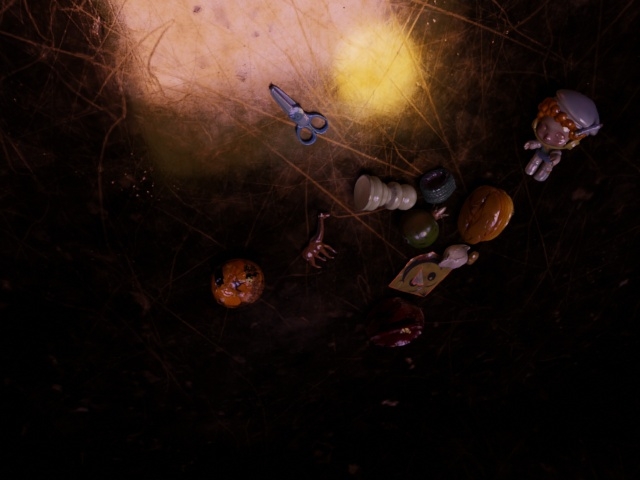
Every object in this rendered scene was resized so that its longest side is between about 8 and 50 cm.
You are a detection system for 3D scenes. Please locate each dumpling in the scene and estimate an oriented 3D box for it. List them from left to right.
[{"bbox_3d":[0.644,0.088,2.143,0.188,0.108,0.127,-28,148,-22],"label":"dumpling"}]

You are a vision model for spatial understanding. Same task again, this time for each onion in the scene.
[{"bbox_3d":[0.376,0.396,2.235,0.314,0.280,0.146,-16,117,-2],"label":"onion"}]

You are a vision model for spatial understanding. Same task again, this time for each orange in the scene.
[{"bbox_3d":[-0.354,0.184,1.911,0.234,0.182,0.234,-10,123,-16],"label":"orange"}]

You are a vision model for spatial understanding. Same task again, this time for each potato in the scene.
[{"bbox_3d":[0.750,0.087,2.207,0.051,0.040,0.083,12,128,-34],"label":"potato"}]

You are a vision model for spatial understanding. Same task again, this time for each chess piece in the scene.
[{"bbox_3d":[0.277,-0.185,1.803,0.251,0.144,0.144,3,128,-23],"label":"chess piece"}]

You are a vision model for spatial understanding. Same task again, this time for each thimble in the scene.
[{"bbox_3d":[0.478,-0.223,1.827,0.135,0.118,0.090,-37,135,-3],"label":"thimble"}]

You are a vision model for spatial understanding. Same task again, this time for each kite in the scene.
[{"bbox_3d":[0.522,0.183,2.246,0.377,0.013,0.327,-17,132,-4],"label":"kite"}]

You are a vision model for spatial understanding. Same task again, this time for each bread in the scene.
[{"bbox_3d":[0.708,-0.109,1.933,0.142,0.195,0.270,-1,133,-26],"label":"bread"}]

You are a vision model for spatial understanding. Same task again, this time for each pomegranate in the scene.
[{"bbox_3d":[0.446,-0.076,1.918,0.224,0.181,0.181,-43,130,-6],"label":"pomegranate"}]

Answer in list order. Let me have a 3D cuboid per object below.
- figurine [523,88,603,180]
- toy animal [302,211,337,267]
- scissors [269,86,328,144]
[{"bbox_3d":[0.933,-0.424,1.775,0.205,0.224,0.382,-25,160,-22],"label":"figurine"},{"bbox_3d":[0.000,0.000,1.925,0.224,0.066,0.229,-35,124,15],"label":"toy animal"},{"bbox_3d":[-0.084,-0.444,1.553,0.125,0.030,0.256,-39,130,16],"label":"scissors"}]
